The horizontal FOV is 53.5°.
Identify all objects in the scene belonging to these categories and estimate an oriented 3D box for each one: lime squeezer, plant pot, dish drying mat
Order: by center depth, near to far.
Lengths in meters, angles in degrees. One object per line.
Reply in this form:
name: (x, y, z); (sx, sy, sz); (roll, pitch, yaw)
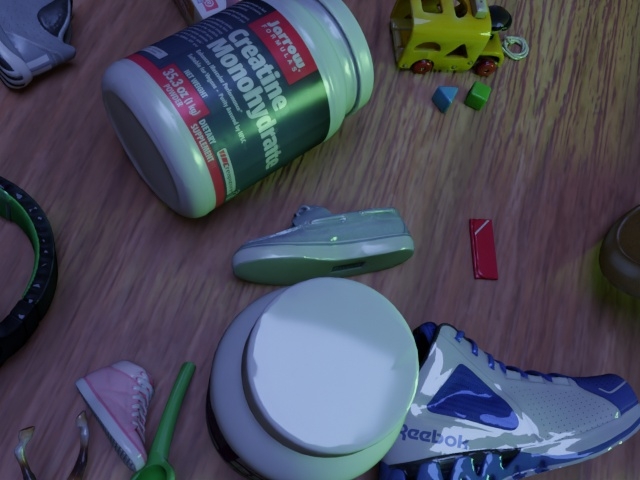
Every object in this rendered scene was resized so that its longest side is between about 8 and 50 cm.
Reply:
lime squeezer: (-0.143, 0.267, 0.612); (0.109, 0.058, 0.311); (12, 61, -45)
plant pot: (0.465, -0.007, 0.781); (0.236, 0.236, 0.032); (-37, 116, -21)
dish drying mat: (0.214, 0.011, 0.833); (0.032, 0.008, 0.083); (4, 68, -11)

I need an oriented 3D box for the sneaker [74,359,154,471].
sneaker: (-0.193, 0.169, 0.647); (0.070, 0.051, 0.134); (-28, 41, -28)

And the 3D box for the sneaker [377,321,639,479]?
sneaker: (0.186, 0.167, 0.702); (0.315, 0.127, 0.182); (-13, 74, -14)

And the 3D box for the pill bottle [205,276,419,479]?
pill bottle: (-0.018, 0.137, 0.578); (0.169, 0.301, 0.169); (4, 68, -10)

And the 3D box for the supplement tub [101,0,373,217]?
supplement tub: (-0.092, -0.168, 0.743); (0.272, 0.191, 0.191); (-35, 79, -21)

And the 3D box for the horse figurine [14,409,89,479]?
horse figurine: (-0.305, 0.272, 0.590); (0.263, 0.066, 0.175); (-11, 86, -24)

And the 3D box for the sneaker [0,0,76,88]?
sneaker: (-0.389, -0.308, 0.806); (0.132, 0.086, 0.229); (-32, 88, -25)

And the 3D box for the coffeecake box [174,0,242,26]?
coffeecake box: (-0.094, -0.336, 0.875); (0.185, 0.068, 0.142); (-27, 77, -19)

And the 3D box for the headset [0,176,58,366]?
headset: (-0.426, 0.068, 0.589); (0.243, 0.185, 0.394); (28, 55, 1)

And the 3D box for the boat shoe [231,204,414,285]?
boat shoe: (0.001, -0.001, 0.764); (0.227, 0.079, 0.081); (-6, 63, -20)

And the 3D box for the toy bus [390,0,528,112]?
toy bus: (0.200, -0.304, 0.900); (0.191, 0.104, 0.202); (40, 67, 5)
